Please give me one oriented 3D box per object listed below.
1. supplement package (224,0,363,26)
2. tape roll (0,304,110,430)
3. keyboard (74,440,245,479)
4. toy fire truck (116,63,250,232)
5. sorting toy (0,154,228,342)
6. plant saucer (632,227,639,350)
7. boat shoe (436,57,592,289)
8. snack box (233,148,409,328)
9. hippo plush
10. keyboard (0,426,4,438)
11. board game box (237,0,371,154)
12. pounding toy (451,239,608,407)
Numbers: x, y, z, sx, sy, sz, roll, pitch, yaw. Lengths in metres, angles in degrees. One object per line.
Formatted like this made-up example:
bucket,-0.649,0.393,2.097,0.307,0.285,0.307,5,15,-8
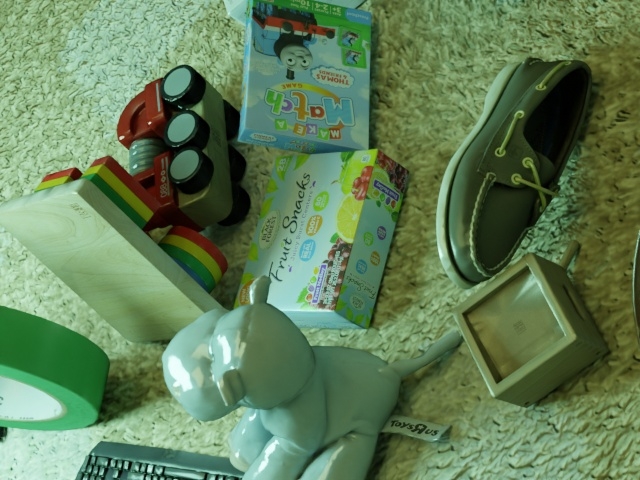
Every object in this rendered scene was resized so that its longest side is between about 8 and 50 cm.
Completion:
supplement package,-0.004,-0.381,2.093,0.244,0.139,0.134,-37,47,21
tape roll,-0.436,0.162,2.056,0.321,0.321,0.077,-10,61,40
keyboard,-0.214,0.350,1.954,0.317,0.033,0.202,-1,67,44
toy fire truck,-0.223,-0.081,2.145,0.246,0.158,0.217,-23,53,20
sorting toy,-0.245,0.008,1.995,0.257,0.255,0.089,-10,40,56
plant saucer,0.395,0.042,1.456,0.310,0.050,0.311,-178,90,-66
boat shoe,0.210,-0.080,1.705,0.091,0.109,0.305,-8,45,40
snack box,0.000,0.000,1.921,0.174,0.070,0.207,0,66,44
hippo plush,-0.045,0.182,1.734,0.294,0.236,0.234,-10,60,40
keyboard,-0.479,0.253,2.268,0.108,0.023,0.180,1,69,44
board game box,-0.017,-0.206,1.996,0.039,0.160,0.212,124,152,-58
pounding toy,0.224,0.079,1.659,0.130,0.100,0.141,-38,57,22
